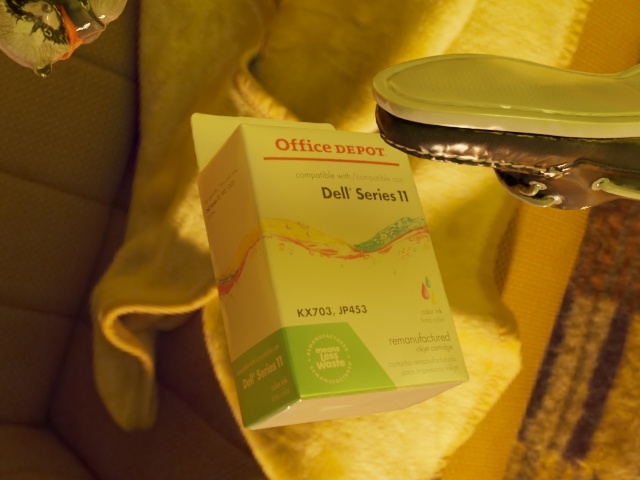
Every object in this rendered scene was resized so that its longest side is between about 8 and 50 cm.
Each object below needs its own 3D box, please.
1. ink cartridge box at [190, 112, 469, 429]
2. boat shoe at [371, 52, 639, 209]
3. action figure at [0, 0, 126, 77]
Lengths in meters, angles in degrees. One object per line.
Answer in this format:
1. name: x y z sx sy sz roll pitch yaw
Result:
1. ink cartridge box: 0.000 0.000 0.958 0.119 0.207 0.353 -40 58 51
2. boat shoe: 0.169 -0.061 0.594 0.114 0.303 0.091 -116 32 -53
3. action figure: -0.186 -0.289 0.891 0.341 0.178 0.330 20 66 43
